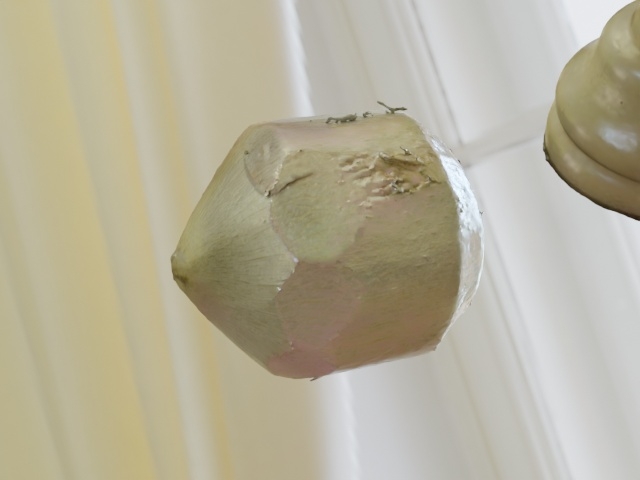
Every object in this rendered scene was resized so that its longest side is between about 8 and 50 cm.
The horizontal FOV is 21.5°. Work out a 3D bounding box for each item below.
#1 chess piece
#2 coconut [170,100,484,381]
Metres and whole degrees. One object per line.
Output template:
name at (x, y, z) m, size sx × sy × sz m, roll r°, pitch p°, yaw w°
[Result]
chess piece at (0.206, -0.142, 0.816) m, size 0.124 × 0.139 × 0.307 m, roll -50°, pitch -20°, yaw -33°
coconut at (0.000, 0.000, 1.019) m, size 0.183 × 0.171 × 0.171 m, roll -8°, pitch -9°, yaw -22°
